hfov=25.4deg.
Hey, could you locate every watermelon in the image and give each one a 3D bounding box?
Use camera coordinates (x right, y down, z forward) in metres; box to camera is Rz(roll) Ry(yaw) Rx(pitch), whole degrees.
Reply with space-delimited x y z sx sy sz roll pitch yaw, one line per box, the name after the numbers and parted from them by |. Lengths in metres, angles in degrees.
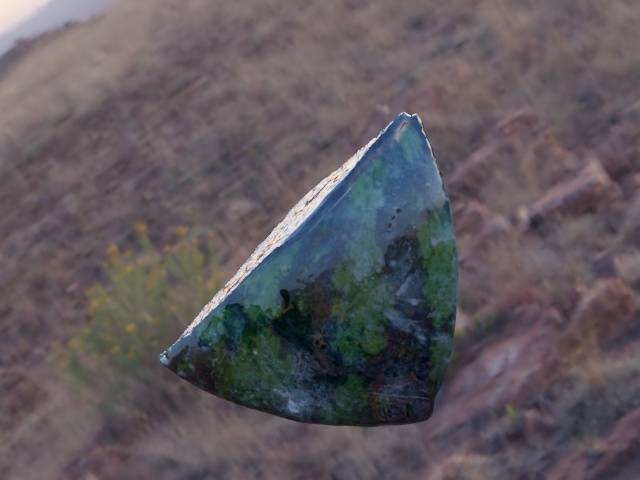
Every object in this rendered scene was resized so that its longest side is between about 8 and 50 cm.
-0.008 0.003 0.905 0.202 0.136 0.207 34 110 49 | watermelon
